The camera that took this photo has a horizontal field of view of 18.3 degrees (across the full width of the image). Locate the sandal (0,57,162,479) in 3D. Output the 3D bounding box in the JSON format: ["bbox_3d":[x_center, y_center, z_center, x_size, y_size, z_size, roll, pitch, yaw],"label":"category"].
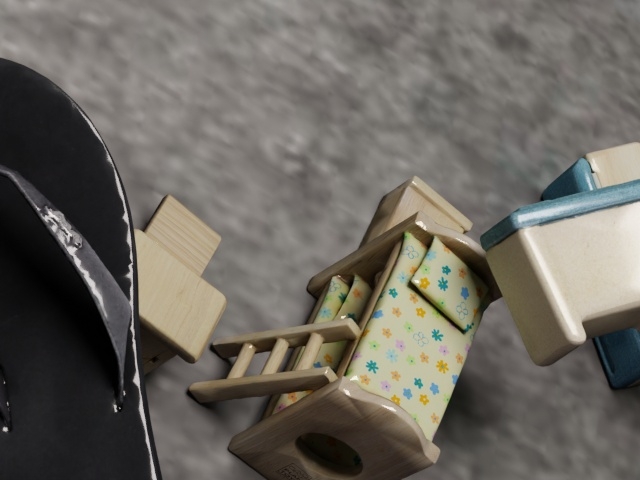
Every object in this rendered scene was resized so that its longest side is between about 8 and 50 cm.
[{"bbox_3d":[-0.116,0.034,0.821,0.097,0.054,0.254,-19,78,0],"label":"sandal"}]

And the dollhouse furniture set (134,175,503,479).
[{"bbox_3d":[0.000,0.000,0.924,0.161,0.101,0.182,39,51,-16],"label":"dollhouse furniture set"}]

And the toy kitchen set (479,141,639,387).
[{"bbox_3d":[0.130,0.004,0.978,0.166,0.207,0.122,-13,76,-20],"label":"toy kitchen set"}]
